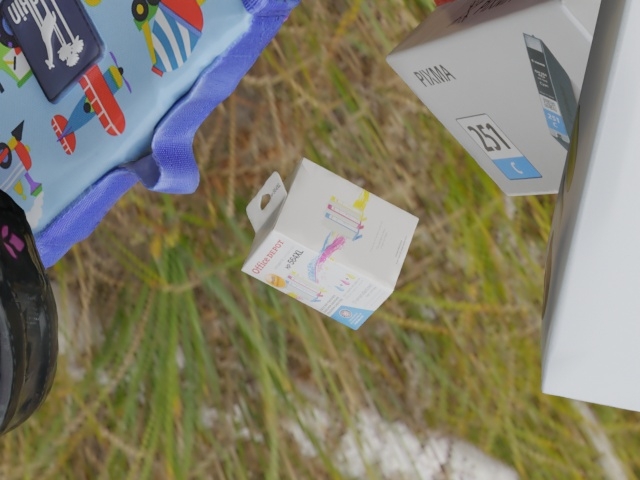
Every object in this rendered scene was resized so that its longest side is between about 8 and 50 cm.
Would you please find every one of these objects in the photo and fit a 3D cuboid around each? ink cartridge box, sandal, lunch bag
[{"bbox_3d":[0.000,0.000,1.513,0.143,0.090,0.092,27,146,-9],"label":"ink cartridge box"},{"bbox_3d":[-0.180,0.036,0.695,0.107,0.168,0.446,-16,166,-19],"label":"sandal"},{"bbox_3d":[0.111,-0.145,1.016,0.066,0.296,0.261,-44,101,-12],"label":"ink cartridge box"},{"bbox_3d":[-0.124,-0.139,0.840,0.221,0.293,0.138,-41,150,30],"label":"lunch bag"}]

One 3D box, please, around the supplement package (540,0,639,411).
[{"bbox_3d":[0.215,-0.061,0.684,0.204,0.145,0.262,11,114,3],"label":"supplement package"}]
